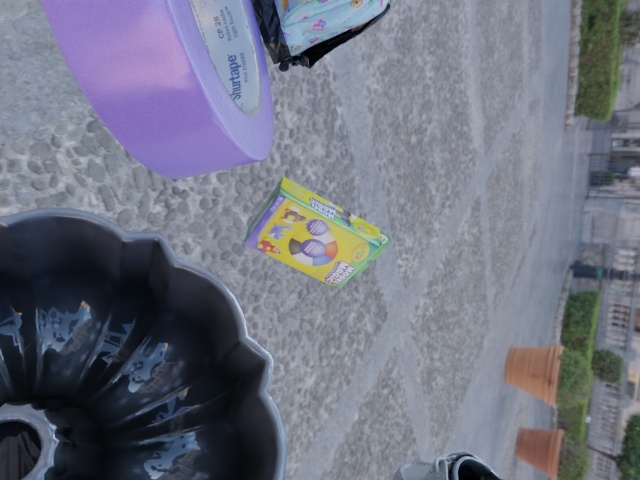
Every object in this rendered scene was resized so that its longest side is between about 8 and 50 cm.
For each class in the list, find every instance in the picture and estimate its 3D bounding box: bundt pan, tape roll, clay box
[{"bbox_3d":[-0.197,0.147,0.306,0.331,0.331,0.124,-53,179,-35],"label":"bundt pan"},{"bbox_3d":[-0.128,-0.200,0.431,0.275,0.090,0.274,-11,90,-81],"label":"tape roll"},{"bbox_3d":[0.000,0.000,0.779,0.222,0.127,0.053,27,38,-17],"label":"clay box"}]

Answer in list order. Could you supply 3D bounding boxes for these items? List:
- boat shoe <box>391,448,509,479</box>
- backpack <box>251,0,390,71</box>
[{"bbox_3d":[0.142,0.236,0.423,0.079,0.227,0.081,-10,90,-28],"label":"boat shoe"},{"bbox_3d":[0.002,-0.316,0.574,0.115,0.182,0.151,9,64,-82],"label":"backpack"}]
